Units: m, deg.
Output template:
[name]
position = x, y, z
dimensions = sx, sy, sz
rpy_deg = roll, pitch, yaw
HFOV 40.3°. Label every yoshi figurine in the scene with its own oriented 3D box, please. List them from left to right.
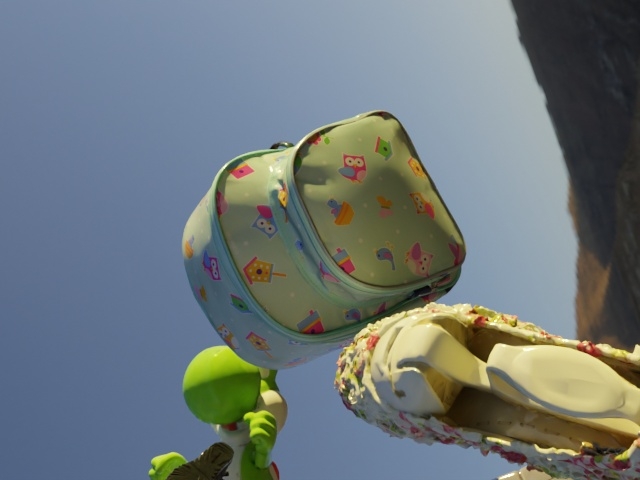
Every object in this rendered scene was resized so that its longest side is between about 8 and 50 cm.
[yoshi figurine]
position = -0.133, 0.300, 1.205
dimensions = 0.203, 0.203, 0.362
rpy_deg = 114, 160, -66

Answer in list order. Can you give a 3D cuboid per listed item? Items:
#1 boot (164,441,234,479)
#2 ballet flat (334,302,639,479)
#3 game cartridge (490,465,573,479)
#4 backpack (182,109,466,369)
[boot]
position = -0.152, 0.307, 1.051
dimensions = 0.045, 0.099, 0.121
rpy_deg = 31, -148, 19
[ballet flat]
position = 0.092, 0.069, 0.452
dimensions = 0.077, 0.240, 0.091
rpy_deg = 41, -117, -43
[game cartridge]
position = 0.175, 0.299, 0.783
dimensions = 0.068, 0.230, 0.355
rpy_deg = 64, 180, 40
[backpack]
position = 0.000, 0.000, 0.644
dimensions = 0.188, 0.144, 0.166
rpy_deg = -23, -98, -27
